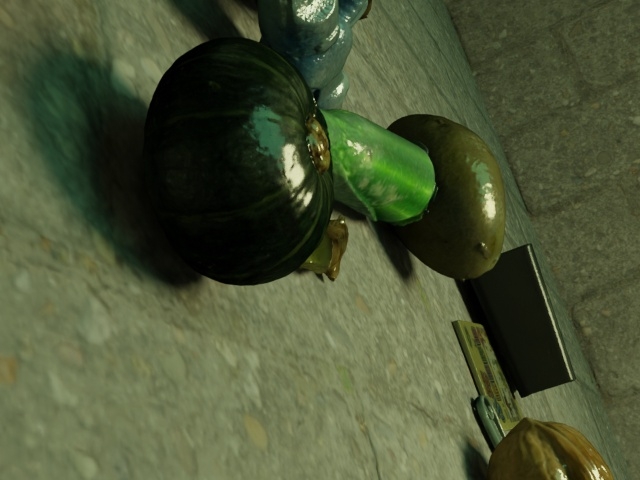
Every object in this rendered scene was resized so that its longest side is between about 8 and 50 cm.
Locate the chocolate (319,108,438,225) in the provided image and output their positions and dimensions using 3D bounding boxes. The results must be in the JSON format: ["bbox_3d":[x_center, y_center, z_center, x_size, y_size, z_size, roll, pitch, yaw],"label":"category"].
[{"bbox_3d":[0.032,-0.087,0.907,0.291,0.110,0.110,16,52,-63],"label":"chocolate"}]

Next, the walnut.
[{"bbox_3d":[0.275,0.299,1.006,0.155,0.155,0.184,12,54,-68],"label":"walnut"}]

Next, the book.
[{"bbox_3d":[0.257,0.205,1.284,0.192,0.013,0.168,20,49,-64],"label":"book"}]

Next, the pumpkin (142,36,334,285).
[{"bbox_3d":[-0.054,-0.052,0.574,0.167,0.125,0.167,51,26,-37],"label":"pumpkin"}]

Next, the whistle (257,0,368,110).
[{"bbox_3d":[-0.015,-0.200,0.828,0.093,0.180,0.269,40,-13,13],"label":"whistle"}]

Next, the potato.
[{"bbox_3d":[0.158,-0.059,1.103,0.235,0.160,0.178,68,10,16],"label":"potato"}]

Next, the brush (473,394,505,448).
[{"bbox_3d":[0.291,0.337,1.137,0.296,0.060,0.068,65,21,-2],"label":"brush"}]

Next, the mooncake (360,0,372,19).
[{"bbox_3d":[0.057,-0.436,0.894,0.246,0.394,0.393,45,55,10],"label":"mooncake"}]

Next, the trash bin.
[{"bbox_3d":[0.334,0.131,1.403,0.165,0.115,0.225,20,49,-78],"label":"trash bin"}]

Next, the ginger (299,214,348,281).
[{"bbox_3d":[0.001,0.006,0.788,0.057,0.044,0.137,50,15,10],"label":"ginger"}]
